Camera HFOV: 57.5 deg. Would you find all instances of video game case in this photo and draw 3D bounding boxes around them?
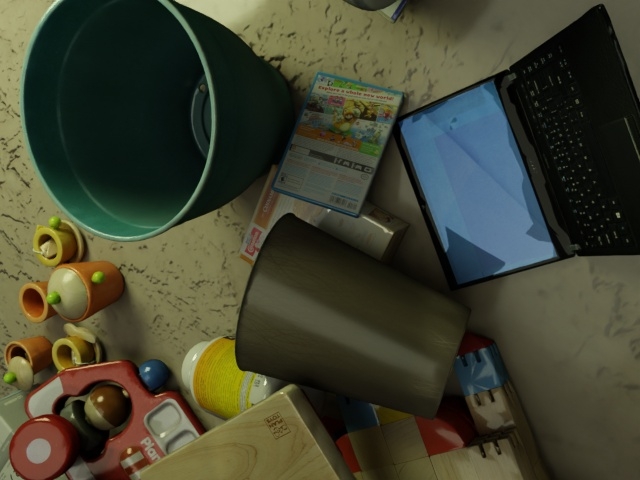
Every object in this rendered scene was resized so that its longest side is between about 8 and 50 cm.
[{"bbox_3d":[0.021,-0.123,0.729,0.119,0.015,0.166,19,82,17],"label":"video game case"}]

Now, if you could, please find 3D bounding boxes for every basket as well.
[{"bbox_3d":[0.040,0.099,0.660,0.226,0.154,0.204,20,113,15],"label":"basket"}]

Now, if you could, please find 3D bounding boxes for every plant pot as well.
[{"bbox_3d":[-0.169,-0.155,0.723,0.271,0.255,0.272,6,103,24],"label":"plant pot"}]

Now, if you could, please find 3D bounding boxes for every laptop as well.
[{"bbox_3d":[0.208,-0.071,0.624,0.136,0.264,0.234,-21,91,-9],"label":"laptop"}]

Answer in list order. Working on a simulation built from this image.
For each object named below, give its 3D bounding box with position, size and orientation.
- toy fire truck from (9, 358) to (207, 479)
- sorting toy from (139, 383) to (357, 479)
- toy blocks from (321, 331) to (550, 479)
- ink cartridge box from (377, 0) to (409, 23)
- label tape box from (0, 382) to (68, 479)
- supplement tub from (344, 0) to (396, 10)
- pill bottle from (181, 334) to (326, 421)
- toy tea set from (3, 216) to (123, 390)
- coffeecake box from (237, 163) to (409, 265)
[{"bbox_3d":[-0.324,0.329,0.952,0.254,0.169,0.302,-35,82,-7],"label":"toy fire truck"},{"bbox_3d":[-0.040,0.313,0.664,0.257,0.089,0.255,-36,84,28],"label":"sorting toy"},{"bbox_3d":[0.117,0.281,0.736,0.381,0.190,0.261,-26,77,27],"label":"toy blocks"},{"bbox_3d":[0.062,-0.458,0.661,0.307,0.072,0.304,41,113,11],"label":"ink cartridge box"},{"bbox_3d":[-0.515,0.485,1.096,0.347,0.115,0.249,45,115,13],"label":"label tape box"},{"bbox_3d":[-0.029,-0.382,0.574,0.316,0.193,0.194,35,113,16],"label":"supplement tub"},{"bbox_3d":[-0.103,0.200,0.822,0.215,0.117,0.117,4,102,44],"label":"pill bottle"},{"bbox_3d":[-0.468,0.137,0.997,0.200,0.124,0.336,29,111,18],"label":"toy tea set"},{"bbox_3d":[0.000,0.000,0.777,0.185,0.068,0.142,31,112,17],"label":"coffeecake box"}]
